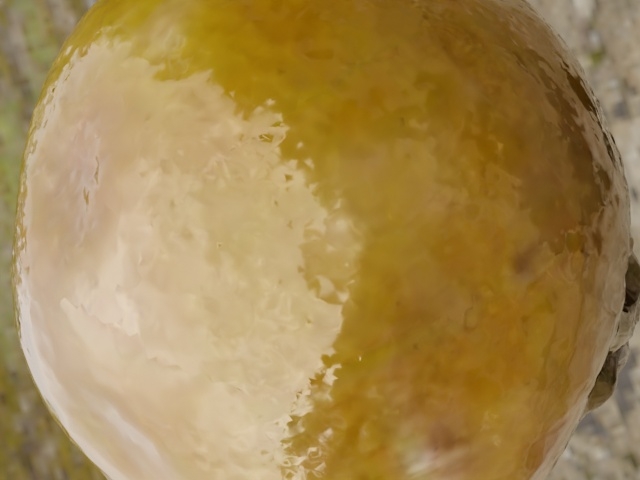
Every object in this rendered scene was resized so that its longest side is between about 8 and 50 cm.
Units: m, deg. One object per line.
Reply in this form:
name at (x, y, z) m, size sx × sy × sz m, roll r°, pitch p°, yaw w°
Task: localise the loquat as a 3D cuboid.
loquat at (0.000, 0.000, 0.953) m, size 0.328 × 0.328 × 0.328 m, roll 163°, pitch 90°, yaw -74°
